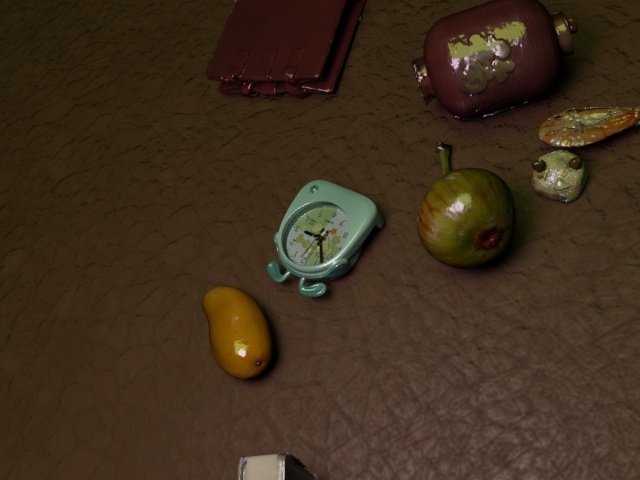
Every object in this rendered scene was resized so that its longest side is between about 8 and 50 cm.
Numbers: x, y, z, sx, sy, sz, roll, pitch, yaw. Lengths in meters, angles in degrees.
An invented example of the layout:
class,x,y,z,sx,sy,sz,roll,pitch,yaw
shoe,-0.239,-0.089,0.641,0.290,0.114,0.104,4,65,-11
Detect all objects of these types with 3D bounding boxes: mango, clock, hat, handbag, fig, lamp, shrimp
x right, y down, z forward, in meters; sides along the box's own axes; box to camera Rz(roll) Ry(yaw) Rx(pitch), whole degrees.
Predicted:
class,x,y,z,sx,sy,sz,roll,pitch,yaw
mango,-0.132,0.140,1.295,0.102,0.085,0.184,-37,44,7
clock,-0.055,0.391,1.082,0.071,0.147,0.191,-8,61,15
clock,-0.001,0.000,1.324,0.148,0.060,0.188,27,77,32
hat,0.355,-0.102,1.222,0.077,0.059,0.076,19,77,26
handbag,-0.064,-0.399,1.558,0.260,0.084,0.275,5,66,25
fig,0.194,-0.063,1.240,0.151,0.151,0.259,-34,33,4
lamp,0.276,-0.285,1.296,0.258,0.180,0.180,-14,58,15
shrimp,0.422,-0.173,1.235,0.184,0.043,0.091,-11,37,14
